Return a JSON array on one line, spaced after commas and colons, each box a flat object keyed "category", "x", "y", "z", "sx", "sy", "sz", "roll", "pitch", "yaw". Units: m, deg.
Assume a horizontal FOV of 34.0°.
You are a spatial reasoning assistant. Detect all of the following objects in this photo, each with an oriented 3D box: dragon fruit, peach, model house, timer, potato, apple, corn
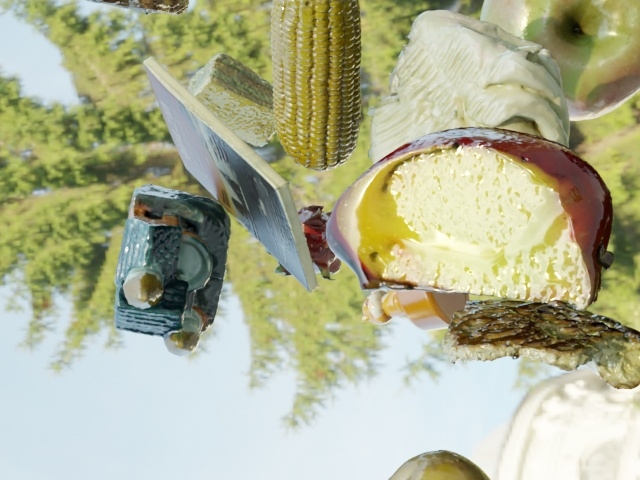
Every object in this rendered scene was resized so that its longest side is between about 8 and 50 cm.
[{"category": "dragon fruit", "x": -0.001, "y": 0.004, "z": 1.896, "sx": 0.135, "sy": 0.236, "sz": 0.137, "roll": -16, "pitch": -76, "yaw": -49}, {"category": "peach", "x": 0.142, "y": -0.027, "z": 0.982, "sx": 0.154, "sy": 0.267, "sz": 0.158, "roll": -8, "pitch": -82, "yaw": -58}, {"category": "model house", "x": -0.248, "y": 0.066, "z": 1.683, "sx": 0.291, "sy": 0.184, "sz": 0.253, "roll": -101, "pitch": 24, "yaw": -77}, {"category": "timer", "x": 0.126, "y": 0.086, "z": 1.563, "sx": 0.132, "sy": 0.152, "sz": 0.132, "roll": 35, "pitch": -136, "yaw": -41}, {"category": "potato", "x": 0.122, "y": 0.288, "z": 1.062, "sx": 0.176, "sy": 0.137, "sz": 0.137, "roll": 62, "pitch": -145, "yaw": -57}, {"category": "apple", "x": 0.434, "y": -0.359, "z": 1.818, "sx": 0.277, "sy": 0.319, "sz": 0.319, "roll": -12, "pitch": -84, "yaw": -79}, {"category": "corn", "x": -0.004, "y": -0.249, "z": 1.437, "sx": 0.344, "sy": 0.131, "sz": 0.131, "roll": 91, "pitch": -162, "yaw": -47}]

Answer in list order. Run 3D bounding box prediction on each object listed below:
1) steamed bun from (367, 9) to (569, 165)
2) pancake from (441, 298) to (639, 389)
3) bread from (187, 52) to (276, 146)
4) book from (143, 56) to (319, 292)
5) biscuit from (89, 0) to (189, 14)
[{"category": "steamed bun", "x": 0.219, "y": -0.151, "z": 1.380, "sx": 0.207, "sy": 0.280, "sz": 0.268, "roll": -8, "pitch": -59, "yaw": -37}, {"category": "pancake", "x": 0.243, "y": 0.105, "z": 1.108, "sx": 0.257, "sy": 0.212, "sz": 0.056, "roll": -36, "pitch": -54, "yaw": -71}, {"category": "bread", "x": -0.172, "y": -0.292, "z": 2.180, "sx": 0.196, "sy": 0.138, "sz": 0.102, "roll": 26, "pitch": -125, "yaw": -19}, {"category": "book", "x": -0.141, "y": -0.103, "z": 1.641, "sx": 0.028, "sy": 0.374, "sz": 0.262, "roll": -37, "pitch": -35, "yaw": -15}, {"category": "biscuit", "x": -0.298, "y": -0.360, "z": 1.509, "sx": 0.290, "sy": 0.208, "sz": 0.041, "roll": -69, "pitch": -5, "yaw": -74}]
